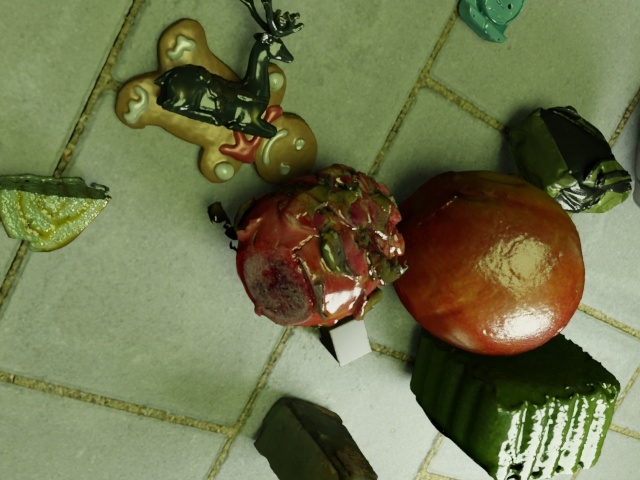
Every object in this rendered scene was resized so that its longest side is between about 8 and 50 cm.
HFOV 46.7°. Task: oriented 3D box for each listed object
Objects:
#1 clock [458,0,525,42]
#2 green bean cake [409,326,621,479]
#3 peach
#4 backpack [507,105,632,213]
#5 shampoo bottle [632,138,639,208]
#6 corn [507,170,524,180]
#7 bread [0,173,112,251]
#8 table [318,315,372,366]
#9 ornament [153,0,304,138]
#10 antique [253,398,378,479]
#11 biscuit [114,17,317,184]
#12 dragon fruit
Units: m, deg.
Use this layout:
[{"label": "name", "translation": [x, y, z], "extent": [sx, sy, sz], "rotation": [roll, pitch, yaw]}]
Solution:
[{"label": "clock", "translation": [0.316, -0.431, 1.301], "extent": [0.108, 0.045, 0.147], "rotation": [29, 96, -34]}, {"label": "green bean cake", "translation": [0.378, 0.299, 1.478], "extent": [0.335, 0.319, 0.218], "rotation": [0, 113, -22]}, {"label": "peach", "translation": [0.289, 0.034, 1.328], "extent": [0.290, 0.373, 0.372], "rotation": [-50, 125, -20]}, {"label": "backpack", "translation": [0.487, -0.147, 1.416], "extent": [0.253, 0.207, 0.140], "rotation": [9, 142, -38]}, {"label": "shampoo bottle", "translation": [0.789, -0.164, 1.510], "extent": [0.273, 0.273, 0.266], "rotation": [-7, 121, -24]}, {"label": "corn", "translation": [0.432, -0.026, 1.500], "extent": [0.106, 0.106, 0.293], "rotation": [-42, 119, -5]}, {"label": "bread", "translation": [-0.390, -0.033, 1.083], "extent": [0.156, 0.103, 0.110], "rotation": [4, 104, -21]}, {"label": "table", "translation": [0.039, 0.171, 1.391], "extent": [0.070, 0.082, 0.083], "rotation": [-25, 119, -15]}, {"label": "ornament", "translation": [-0.127, -0.285, 1.081], "extent": [0.202, 0.080, 0.236], "rotation": [11, 102, -32]}, {"label": "antique", "translation": [0.004, 0.416, 1.357], "extent": [0.150, 0.284, 0.125], "rotation": [29, 96, -31]}, {"label": "biscuit", "translation": [-0.135, -0.195, 1.177], "extent": [0.340, 0.047, 0.216], "rotation": [34, 94, -32]}, {"label": "dragon fruit", "translation": [0.000, 0.000, 1.216], "extent": [0.291, 0.269, 0.250], "rotation": [-47, 122, -44]}]
